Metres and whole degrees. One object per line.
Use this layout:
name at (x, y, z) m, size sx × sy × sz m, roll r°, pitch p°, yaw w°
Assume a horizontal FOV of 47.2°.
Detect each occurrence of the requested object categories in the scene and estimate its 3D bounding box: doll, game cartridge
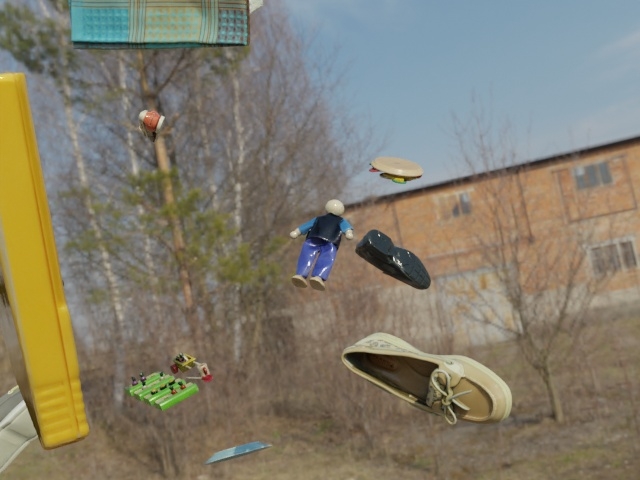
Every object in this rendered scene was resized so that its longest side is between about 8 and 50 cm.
doll at (0.000, 0.000, 1.373) m, size 0.129 × 0.188 × 0.046 m, roll 6°, pitch -31°, yaw 27°
game cartridge at (-0.291, 0.007, 0.700) m, size 0.053 × 0.323 × 0.285 m, roll -15°, pitch 17°, yaw -26°

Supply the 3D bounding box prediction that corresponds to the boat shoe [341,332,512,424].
boat shoe at (0.165, 0.229, 1.179) m, size 0.285 × 0.104 × 0.089 m, roll 13°, pitch 12°, yaw 37°

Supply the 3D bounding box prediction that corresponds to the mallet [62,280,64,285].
mallet at (-0.447, 0.076, 1.039) m, size 0.190 × 0.039 × 0.062 m, roll -5°, pitch 22°, yaw -45°

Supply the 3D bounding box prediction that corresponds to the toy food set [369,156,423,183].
toy food set at (0.113, -0.107, 1.104) m, size 0.083 × 0.020 × 0.083 m, roll 27°, pitch 27°, yaw 38°

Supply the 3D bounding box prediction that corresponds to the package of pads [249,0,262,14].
package of pads at (-0.262, -0.597, 1.474) m, size 0.229 × 0.296 × 0.101 m, roll 13°, pitch 45°, yaw 35°

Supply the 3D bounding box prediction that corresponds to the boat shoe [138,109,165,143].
boat shoe at (-0.319, -0.215, 1.377) m, size 0.043 × 0.049 × 0.137 m, roll 19°, pitch -6°, yaw -12°

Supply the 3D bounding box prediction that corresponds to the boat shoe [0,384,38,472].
boat shoe at (-0.644, 0.384, 1.455) m, size 0.305 × 0.091 × 0.109 m, roll -37°, pitch -53°, yaw 3°

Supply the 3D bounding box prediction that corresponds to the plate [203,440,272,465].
plate at (-0.219, 0.557, 1.930) m, size 0.188 × 0.024 × 0.188 m, roll -15°, pitch -17°, yaw -5°

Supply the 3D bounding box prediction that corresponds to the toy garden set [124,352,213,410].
toy garden set at (-0.393, 0.365, 1.964) m, size 0.204 × 0.049 × 0.244 m, roll -25°, pitch 14°, yaw -34°

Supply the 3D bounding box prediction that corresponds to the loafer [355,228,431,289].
loafer at (0.146, 0.045, 1.464) m, size 0.061 × 0.170 × 0.062 m, roll -40°, pitch 15°, yaw 46°

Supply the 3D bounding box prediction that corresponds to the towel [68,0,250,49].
towel at (-0.306, -0.488, 1.340) m, size 0.371 × 0.271 × 0.040 m, roll 4°, pitch 17°, yaw 16°
